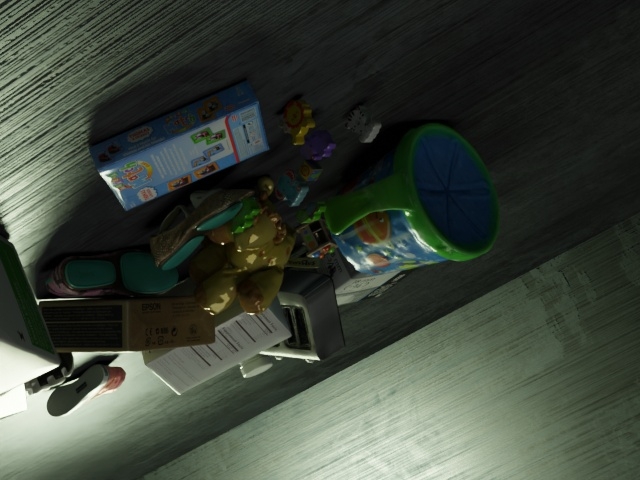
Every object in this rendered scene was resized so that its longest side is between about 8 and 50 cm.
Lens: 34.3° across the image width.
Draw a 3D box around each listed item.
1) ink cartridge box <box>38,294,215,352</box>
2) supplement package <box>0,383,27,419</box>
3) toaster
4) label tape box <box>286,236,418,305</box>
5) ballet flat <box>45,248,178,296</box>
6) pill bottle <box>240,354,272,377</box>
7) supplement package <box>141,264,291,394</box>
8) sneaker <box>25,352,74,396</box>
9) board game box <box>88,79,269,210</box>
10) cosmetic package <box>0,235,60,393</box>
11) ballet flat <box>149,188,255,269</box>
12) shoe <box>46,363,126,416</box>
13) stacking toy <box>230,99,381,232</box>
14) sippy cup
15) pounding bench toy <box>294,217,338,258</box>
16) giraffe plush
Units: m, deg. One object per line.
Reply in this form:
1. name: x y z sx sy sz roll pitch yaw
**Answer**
1. ink cartridge box: -0.317 0.137 1.714 0.193 0.088 0.235 -2 178 29
2. supplement package: -0.581 0.193 1.447 0.293 0.177 0.175 -20 164 -21
3. toaster: -0.051 0.144 2.045 0.168 0.185 0.110 2 -158 33
4. label tape box: 0.125 0.015 2.098 0.241 0.106 0.334 -10 158 -46
5. ballet flat: -0.329 0.056 1.614 0.079 0.077 0.221 -15 171 43
6. pill bottle: -0.161 0.199 2.148 0.087 0.160 0.087 -24 164 -7
7. supplement package: -0.200 0.152 1.907 0.244 0.139 0.134 -27 140 7
8. sneaker: -0.581 0.259 1.819 0.292 0.110 0.118 -16 171 -29
9. board game box: -0.175 -0.117 1.327 0.211 0.039 0.160 -25 164 -5
10. cosmetic package: -0.460 0.069 1.207 0.155 0.197 0.365 -25 166 -3
11. ballet flat: -0.184 -0.034 1.531 0.206 0.067 0.073 -36 167 25
12. shoe: -0.497 0.322 2.205 0.178 0.063 0.081 -36 157 20
13. stacking toy: -0.026 -0.105 1.483 0.167 0.052 0.221 -6 137 -50
14. sippy cup: 0.144 -0.049 1.744 0.305 0.240 0.224 36 139 -28
15. pounding bench toy: 0.000 0.000 1.928 0.052 0.065 0.083 -29 164 13
16. giraffe plush: -0.116 0.000 1.619 0.210 0.181 0.170 -15 143 -1
